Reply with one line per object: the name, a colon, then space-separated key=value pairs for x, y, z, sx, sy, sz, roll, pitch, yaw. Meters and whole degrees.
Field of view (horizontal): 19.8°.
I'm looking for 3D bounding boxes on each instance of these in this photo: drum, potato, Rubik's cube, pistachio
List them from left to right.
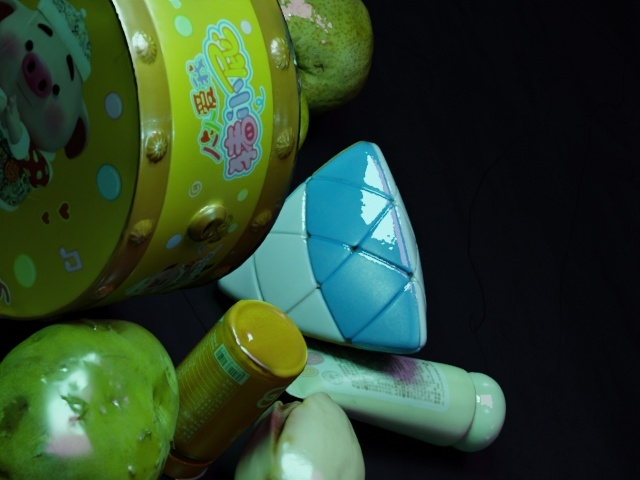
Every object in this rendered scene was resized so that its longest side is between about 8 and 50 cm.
drum: x=-0.241 y=-0.137 z=1.804 sx=0.214 sy=0.431 sz=0.431 roll=-14 pitch=63 yaw=-48
potato: x=-0.228 y=0.172 z=1.717 sx=0.186 sy=0.148 sz=0.253 roll=55 pitch=40 yaw=-2
pistachio: x=-0.022 y=0.235 z=1.855 sx=0.144 sy=0.144 sz=0.215 roll=32 pitch=26 yaw=-14
Rubik's cube: x=0.000 y=0.000 z=2.054 sx=0.254 sy=0.254 sz=0.254 roll=25 pitch=39 yaw=-22

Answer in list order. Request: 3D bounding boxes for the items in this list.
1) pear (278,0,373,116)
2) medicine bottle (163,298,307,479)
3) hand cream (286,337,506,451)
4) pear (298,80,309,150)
pear: x=-0.039 y=-0.251 z=2.302 sx=0.228 sy=0.188 sz=0.211 roll=37 pitch=33 yaw=-12
medicine bottle: x=-0.102 y=0.150 z=1.822 sx=0.096 sy=0.192 sz=0.096 roll=26 pitch=37 yaw=-22
hand cream: x=0.070 y=0.166 z=2.053 sx=0.306 sy=0.093 sz=0.147 roll=18 pitch=19 yaw=-29
pear: x=-0.110 y=-0.158 z=2.136 sx=0.198 sy=0.198 sz=0.198 roll=25 pitch=39 yaw=-22
